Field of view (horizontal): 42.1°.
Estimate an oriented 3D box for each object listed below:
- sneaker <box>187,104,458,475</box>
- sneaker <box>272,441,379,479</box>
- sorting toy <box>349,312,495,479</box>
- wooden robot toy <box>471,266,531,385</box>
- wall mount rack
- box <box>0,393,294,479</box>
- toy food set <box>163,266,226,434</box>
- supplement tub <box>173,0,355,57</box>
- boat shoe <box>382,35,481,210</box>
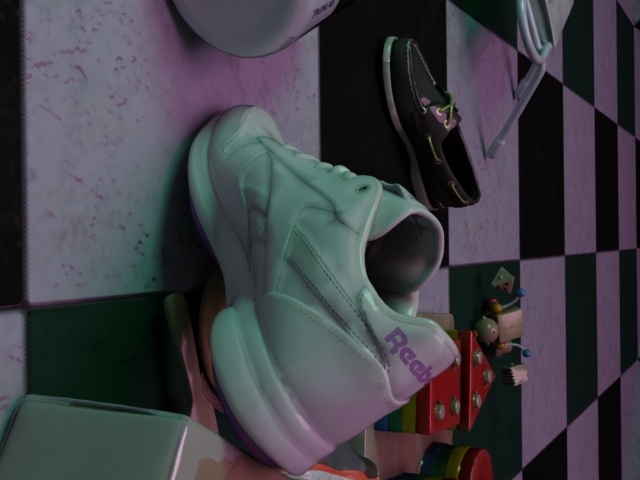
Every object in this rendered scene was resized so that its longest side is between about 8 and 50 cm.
[{"bbox_3d":[0.000,0.000,0.541,0.114,0.152,0.305,49,16,-42],"label":"sneaker"},{"bbox_3d":[0.009,0.183,0.732,0.158,0.061,0.065,32,55,-58],"label":"sneaker"},{"bbox_3d":[0.121,0.208,0.904,0.255,0.089,0.257,10,80,-61],"label":"sorting toy"},{"bbox_3d":[0.245,0.129,1.187,0.079,0.076,0.173,-15,105,-25],"label":"wooden robot toy"},{"bbox_3d":[0.292,-0.306,1.206,0.350,0.130,0.304,-56,132,-47],"label":"wall mount rack"},{"bbox_3d":[-0.068,0.219,0.519,0.311,0.121,0.148,48,48,-51],"label":"box"},{"bbox_3d":[-0.057,0.076,0.643,0.192,0.038,0.132,-17,98,-55],"label":"toy food set"},{"bbox_3d":[-0.020,-0.218,0.622,0.190,0.117,0.117,-48,130,-50],"label":"supplement tub"},{"bbox_3d":[0.129,-0.132,0.947,0.081,0.068,0.228,-62,141,-42],"label":"boat shoe"}]
